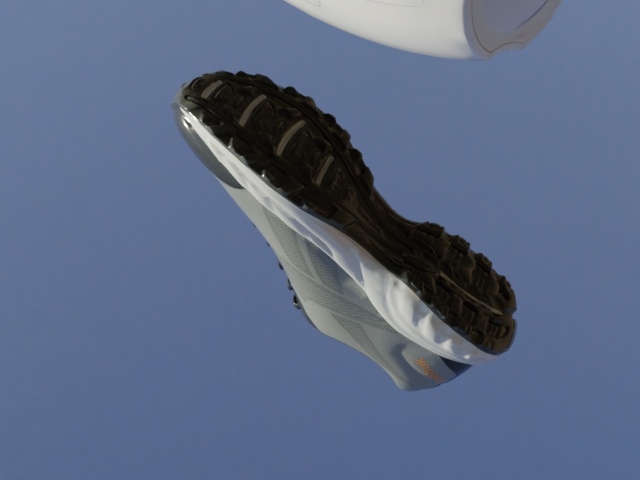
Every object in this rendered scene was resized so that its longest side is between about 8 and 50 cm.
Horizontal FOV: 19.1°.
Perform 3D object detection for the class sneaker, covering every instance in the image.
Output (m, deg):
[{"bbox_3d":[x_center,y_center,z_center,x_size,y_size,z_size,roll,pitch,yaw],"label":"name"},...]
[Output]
[{"bbox_3d":[0.000,0.000,1.246,0.271,0.108,0.100,44,-141,-7],"label":"sneaker"}]

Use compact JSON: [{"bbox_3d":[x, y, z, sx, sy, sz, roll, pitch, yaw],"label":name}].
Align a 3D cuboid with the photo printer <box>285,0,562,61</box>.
[{"bbox_3d":[0.033,-0.252,0.913,0.256,0.308,0.107,32,-146,33],"label":"photo printer"}]
